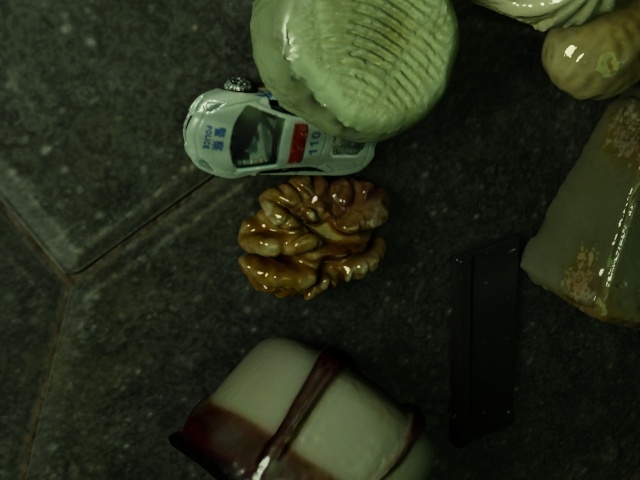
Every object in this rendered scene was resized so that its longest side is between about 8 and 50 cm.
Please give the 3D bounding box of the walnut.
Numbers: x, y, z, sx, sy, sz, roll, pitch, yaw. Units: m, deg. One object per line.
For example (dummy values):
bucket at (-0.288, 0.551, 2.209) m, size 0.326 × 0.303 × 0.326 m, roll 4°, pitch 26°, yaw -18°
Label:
walnut at (0.000, 0.000, 1.107) m, size 0.170 × 0.069 × 0.143 m, roll -13°, pitch 126°, yaw -21°

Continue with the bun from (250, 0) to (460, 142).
bun at (0.024, -0.184, 0.969) m, size 0.195 × 0.118 × 0.195 m, roll -5°, pitch 100°, yaw -28°

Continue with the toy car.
toy car at (-0.033, -0.104, 1.032) m, size 0.205 × 0.056 × 0.095 m, roll -5°, pitch 121°, yaw -31°

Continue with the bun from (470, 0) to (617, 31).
bun at (0.221, -0.315, 0.991) m, size 0.259 × 0.160 × 0.259 m, roll -14°, pitch 121°, yaw -24°

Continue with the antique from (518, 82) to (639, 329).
antique at (0.368, -0.052, 1.268) m, size 0.125 × 0.150 × 0.284 m, roll 15°, pitch 101°, yaw -36°

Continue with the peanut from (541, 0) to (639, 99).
peanut at (0.348, -0.240, 1.144) m, size 0.274 × 0.111 × 0.125 m, roll -35°, pitch 160°, yaw -12°

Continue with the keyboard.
keyboard at (0.204, 0.133, 1.347) m, size 0.101 × 0.018 × 0.309 m, roll -21°, pitch 127°, yaw -22°

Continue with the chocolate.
chocolate at (0.001, 0.213, 1.134) m, size 0.186 × 0.284 × 0.283 m, roll -55°, pitch 133°, yaw -16°
